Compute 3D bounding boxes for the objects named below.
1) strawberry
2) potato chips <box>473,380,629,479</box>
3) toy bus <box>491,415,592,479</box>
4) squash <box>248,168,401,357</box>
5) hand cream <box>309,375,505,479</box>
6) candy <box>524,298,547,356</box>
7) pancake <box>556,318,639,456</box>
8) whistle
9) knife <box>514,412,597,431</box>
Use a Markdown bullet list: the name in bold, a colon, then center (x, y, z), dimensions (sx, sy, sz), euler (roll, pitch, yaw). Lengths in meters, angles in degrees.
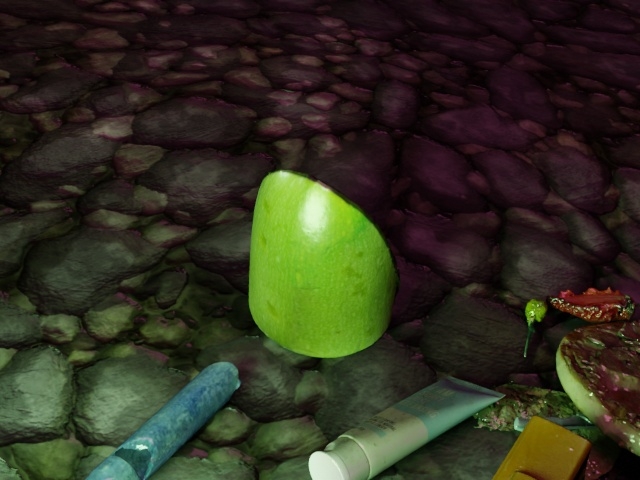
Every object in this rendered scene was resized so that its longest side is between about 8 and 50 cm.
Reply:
- **strawberry**: center (0.445, 0.109, 1.830), dimensions (0.152, 0.048, 0.104), euler (-1, 11, 29)
- **potato chips**: center (0.333, 0.277, 1.615), dimensions (0.220, 0.029, 0.202), euler (33, 43, 27)
- **toy bus**: center (0.266, 0.333, 1.440), dimensions (0.098, 0.114, 0.201), euler (25, 49, 23)
- **squash**: center (0.000, 0.000, 1.689), dimensions (0.234, 0.309, 0.210), euler (25, 39, 23)
- **hand cream**: center (0.121, 0.258, 1.562), dimensions (0.312, 0.070, 0.111), euler (-25, 25, -39)
- **candy**: center (0.340, 0.141, 1.797), dimensions (0.035, 0.035, 0.123), euler (11, 43, 13)
- **pancake**: center (0.543, 0.232, 1.655), dimensions (0.382, 0.071, 0.382), euler (9, 29, -5)
- **whistle**: center (-0.214, 0.263, 1.506), dimensions (0.062, 0.062, 0.304), euler (25, 40, 22)
- **knife**: center (0.371, 0.261, 1.612), dimensions (0.210, 0.015, 0.028), euler (1, 30, -21)
